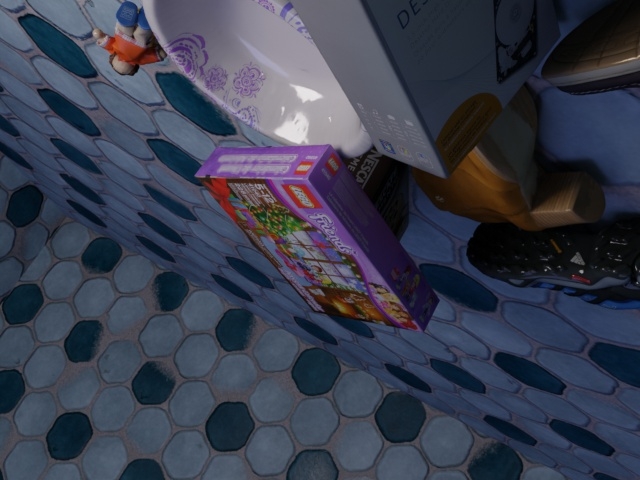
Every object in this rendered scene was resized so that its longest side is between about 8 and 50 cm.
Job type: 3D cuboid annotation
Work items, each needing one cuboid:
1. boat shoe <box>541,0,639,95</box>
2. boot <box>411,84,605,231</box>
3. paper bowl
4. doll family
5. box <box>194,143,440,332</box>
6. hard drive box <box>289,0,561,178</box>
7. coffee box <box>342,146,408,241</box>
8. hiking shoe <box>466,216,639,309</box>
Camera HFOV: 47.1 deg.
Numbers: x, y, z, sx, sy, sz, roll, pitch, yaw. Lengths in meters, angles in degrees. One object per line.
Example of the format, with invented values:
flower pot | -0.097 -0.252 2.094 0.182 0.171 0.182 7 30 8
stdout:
boat shoe | 0.293 -0.145 0.536 0.092 0.102 0.285 45 153 -22
boot | 0.169 -0.098 0.859 0.295 0.104 0.211 36 162 -28
paper bowl | -0.030 -0.226 0.769 0.284 0.148 0.284 28 162 10
doll family | -0.166 -0.264 0.995 0.263 0.118 0.163 17 160 -16
box | 0.000 0.000 0.929 0.201 0.057 0.293 5 144 44
hard drive box | 0.087 -0.194 0.591 0.089 0.181 0.232 29 166 41
coffee box | 0.047 -0.041 1.106 0.119 0.168 0.297 25 162 16
hiking shoe | 0.326 0.040 0.952 0.304 0.113 0.132 10 151 50
